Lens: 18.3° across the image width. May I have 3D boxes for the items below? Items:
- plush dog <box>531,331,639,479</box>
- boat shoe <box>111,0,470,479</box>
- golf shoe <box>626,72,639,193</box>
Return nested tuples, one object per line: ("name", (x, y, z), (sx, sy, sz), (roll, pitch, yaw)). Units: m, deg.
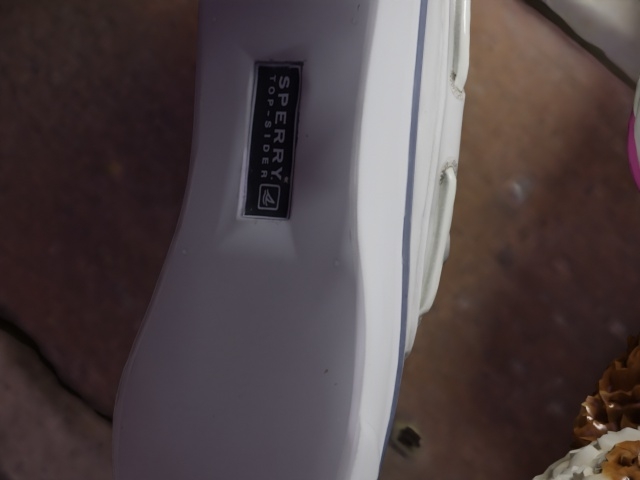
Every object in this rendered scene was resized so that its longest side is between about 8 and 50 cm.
("plush dog", (0.149, 0.124, 0.580), (0.225, 0.262, 0.210), (15, 133, 20))
("boat shoe", (0.000, 0.000, 0.644), (0.096, 0.088, 0.267), (4, 89, 35))
("golf shoe", (0.203, -0.113, 0.569), (0.115, 0.140, 0.306), (44, 102, 4))
